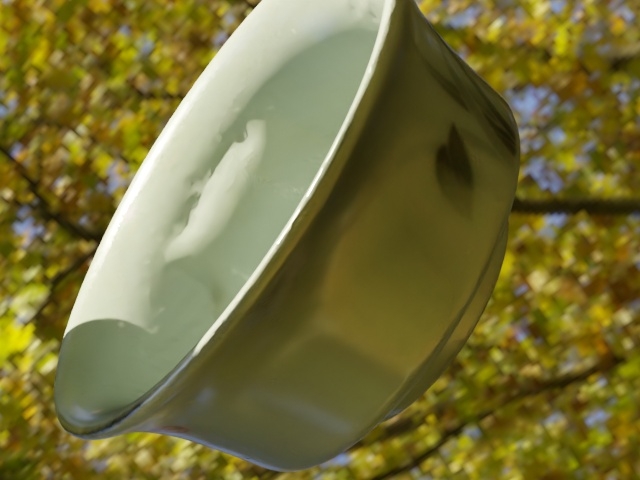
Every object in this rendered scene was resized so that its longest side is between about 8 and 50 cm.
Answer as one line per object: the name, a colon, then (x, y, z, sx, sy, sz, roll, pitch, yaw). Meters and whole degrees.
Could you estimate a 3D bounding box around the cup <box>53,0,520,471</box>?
cup: (0.000, 0.000, 1.178, 0.163, 0.347, 0.347, 31, -129, -19)
